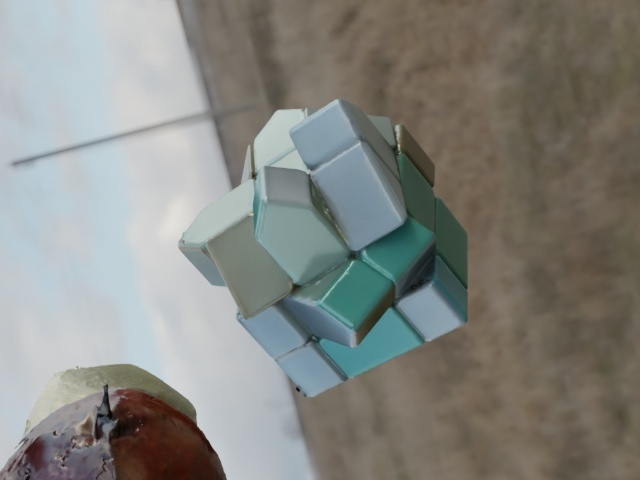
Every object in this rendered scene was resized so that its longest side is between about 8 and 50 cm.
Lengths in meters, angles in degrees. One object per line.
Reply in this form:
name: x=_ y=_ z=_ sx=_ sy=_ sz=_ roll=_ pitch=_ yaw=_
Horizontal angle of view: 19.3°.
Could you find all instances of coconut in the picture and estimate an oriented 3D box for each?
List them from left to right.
coconut: x=-0.190 y=0.187 z=1.687 sx=0.162 sy=0.161 sz=0.161 roll=114 pitch=150 yaw=-43

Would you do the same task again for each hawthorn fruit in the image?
hawthorn fruit: x=-0.159 y=0.189 z=1.402 sx=0.235 sy=0.181 sz=0.181 roll=98 pitch=161 yaw=-52

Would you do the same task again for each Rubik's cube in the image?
Rubik's cube: x=0.000 y=0.000 z=1.705 sx=0.213 sy=0.224 sz=0.265 roll=50 pitch=-155 yaw=-29
